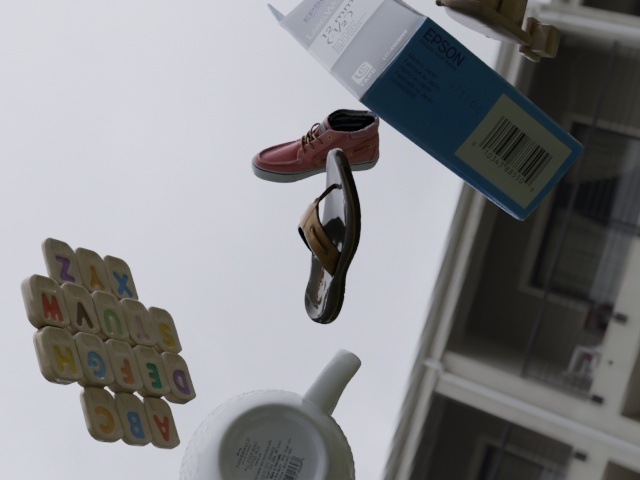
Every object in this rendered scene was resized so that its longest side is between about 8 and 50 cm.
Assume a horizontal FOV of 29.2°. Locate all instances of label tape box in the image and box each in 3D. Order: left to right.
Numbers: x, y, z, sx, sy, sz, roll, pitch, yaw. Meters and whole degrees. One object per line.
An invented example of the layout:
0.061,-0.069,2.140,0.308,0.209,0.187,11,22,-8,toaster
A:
0.104,-0.188,1.370,0.249,0.348,0.115,33,-77,-30,label tape box

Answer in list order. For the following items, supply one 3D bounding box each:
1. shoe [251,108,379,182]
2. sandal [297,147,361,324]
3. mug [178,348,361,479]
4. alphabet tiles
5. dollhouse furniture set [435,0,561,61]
-0.006,-0.131,1.651,0.178,0.063,0.081,-7,-42,-8,shoe
0.000,0.000,1.430,0.060,0.090,0.219,-1,-57,-22,sandal
-0.054,0.328,1.906,0.374,0.276,0.328,-54,-7,-19,mug
-0.263,0.129,1.560,0.284,0.021,0.278,23,-137,-56,alphabet tiles
0.160,-0.404,1.403,0.355,0.174,0.303,17,-93,-55,dollhouse furniture set
